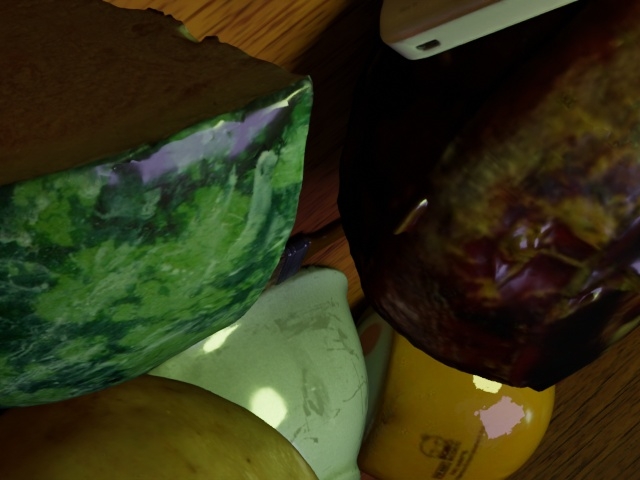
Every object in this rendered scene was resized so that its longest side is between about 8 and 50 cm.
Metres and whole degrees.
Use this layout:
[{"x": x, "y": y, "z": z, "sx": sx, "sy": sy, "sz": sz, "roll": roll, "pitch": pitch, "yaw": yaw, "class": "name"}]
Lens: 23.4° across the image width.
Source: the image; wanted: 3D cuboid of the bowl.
[{"x": -0.056, "y": 0.179, "z": 1.259, "sx": 0.313, "sy": 0.146, "sz": 0.313, "roll": -37, "pitch": 162, "yaw": -14, "class": "bowl"}]

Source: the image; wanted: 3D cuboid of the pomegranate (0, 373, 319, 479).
[{"x": -0.121, "y": 0.253, "z": 0.989, "sx": 0.338, "sy": 0.338, "sz": 0.338, "roll": -38, "pitch": 162, "yaw": -14, "class": "pomegranate"}]

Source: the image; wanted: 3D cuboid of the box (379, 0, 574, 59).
[{"x": 0.134, "y": -0.174, "z": 0.682, "sx": 0.285, "sy": 0.044, "sz": 0.142, "roll": -15, "pitch": -125, "yaw": 51, "class": "box"}]

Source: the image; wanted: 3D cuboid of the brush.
[{"x": 0.000, "y": 0.000, "z": 1.171, "sx": 0.170, "sy": 0.014, "sz": 0.043, "roll": -31, "pitch": 158, "yaw": -36, "class": "brush"}]

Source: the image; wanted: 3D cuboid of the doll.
[{"x": 0.115, "y": 0.114, "z": 1.438, "sx": 0.236, "sy": 0.213, "sz": 0.213, "roll": -86, "pitch": -158, "yaw": -47, "class": "doll"}]

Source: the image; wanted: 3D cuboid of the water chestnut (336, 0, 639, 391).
[{"x": 0.177, "y": -0.043, "z": 0.963, "sx": 0.350, "sy": 0.302, "sz": 0.350, "roll": -42, "pitch": 165, "yaw": -14, "class": "water chestnut"}]

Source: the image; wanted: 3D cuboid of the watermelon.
[{"x": -0.142, "y": -0.008, "z": 0.618, "sx": 0.260, "sy": 0.256, "sz": 0.176, "roll": 102, "pitch": -6, "yaw": -51, "class": "watermelon"}]
